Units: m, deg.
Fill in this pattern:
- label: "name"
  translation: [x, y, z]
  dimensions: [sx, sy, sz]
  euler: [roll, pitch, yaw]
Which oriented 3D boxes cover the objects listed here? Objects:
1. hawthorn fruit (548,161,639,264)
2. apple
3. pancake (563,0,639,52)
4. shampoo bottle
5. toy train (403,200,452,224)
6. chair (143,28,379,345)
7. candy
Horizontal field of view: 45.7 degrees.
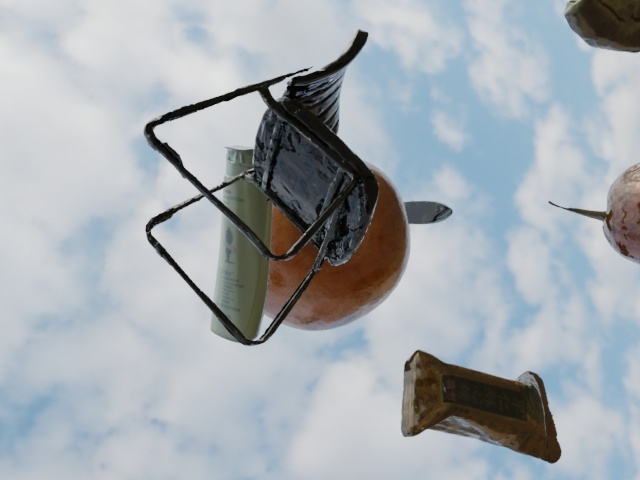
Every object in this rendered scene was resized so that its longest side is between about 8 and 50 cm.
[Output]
- label: "hawthorn fruit"
  translation: [0.363, -0.020, 0.794]
  dimensions: [0.149, 0.189, 0.149]
  euler: [28, -133, -35]
- label: "apple"
  translation: [0.000, 0.000, 1.244]
  dimensions: [0.299, 0.275, 0.299]
  euler: [3, -102, -14]
- label: "pancake"
  translation: [0.221, -0.203, 0.442]
  dimensions: [0.184, 0.020, 0.190]
  euler: [-21, -51, -16]
- label: "shampoo bottle"
  translation: [-0.085, 0.003, 0.831]
  dimensions: [0.049, 0.072, 0.212]
  euler: [-5, -78, -43]
- label: "toy train"
  translation: [0.198, -0.059, 1.671]
  dimensions: [0.048, 0.252, 0.055]
  euler: [3, -91, -43]
- label: "chair"
  translation: [-0.013, -0.052, 0.606]
  dimensions: [0.221, 0.140, 0.145]
  euler: [-37, -108, -30]
- label: "candy"
  translation: [0.242, 0.242, 1.125]
  dimensions: [0.271, 0.101, 0.143]
  euler: [15, -121, -20]
